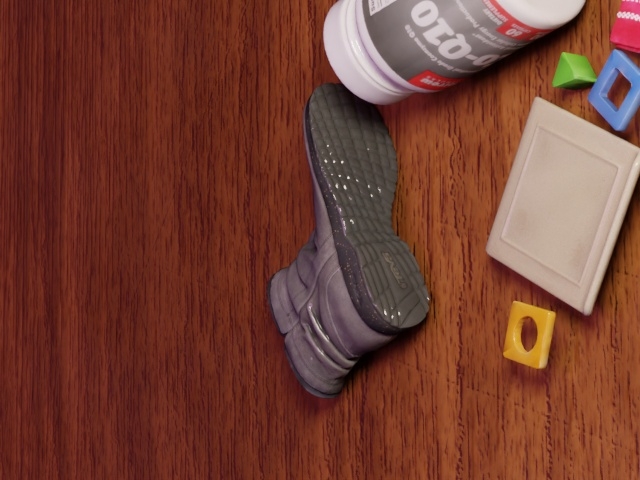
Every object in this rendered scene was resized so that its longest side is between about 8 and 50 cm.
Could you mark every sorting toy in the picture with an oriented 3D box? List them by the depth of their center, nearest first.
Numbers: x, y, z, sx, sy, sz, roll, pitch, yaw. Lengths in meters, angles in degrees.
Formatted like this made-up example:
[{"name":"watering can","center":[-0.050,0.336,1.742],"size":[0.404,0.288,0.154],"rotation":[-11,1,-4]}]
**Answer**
[{"name":"sorting toy","center":[0.261,-0.035,2.020],"size":[0.196,0.047,0.347],"rotation":[37,115,52]}]

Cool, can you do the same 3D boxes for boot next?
[{"name":"boot","center":[0.000,0.000,2.303],"size":[0.223,0.118,0.338],"rotation":[-41,51,48]}]

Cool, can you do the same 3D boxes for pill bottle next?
[{"name":"pill bottle","center":[0.141,-0.257,2.102],"size":[0.283,0.161,0.161],"rotation":[-27,66,48]}]

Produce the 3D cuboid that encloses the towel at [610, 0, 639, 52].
[{"name":"towel","center":[0.386,-0.308,1.898],"size":[0.199,0.031,0.275],"rotation":[24,105,50]}]
